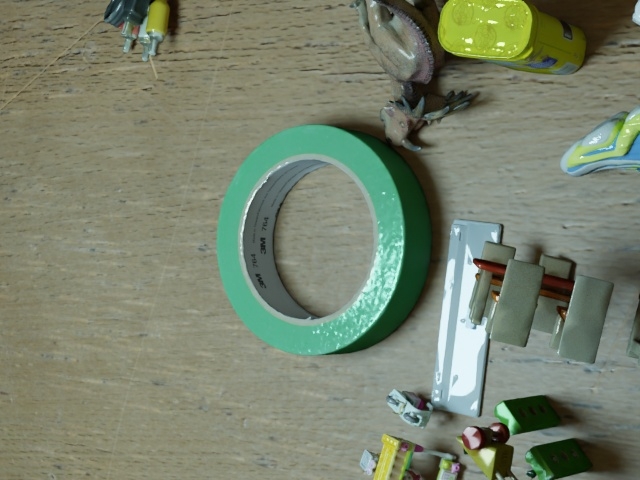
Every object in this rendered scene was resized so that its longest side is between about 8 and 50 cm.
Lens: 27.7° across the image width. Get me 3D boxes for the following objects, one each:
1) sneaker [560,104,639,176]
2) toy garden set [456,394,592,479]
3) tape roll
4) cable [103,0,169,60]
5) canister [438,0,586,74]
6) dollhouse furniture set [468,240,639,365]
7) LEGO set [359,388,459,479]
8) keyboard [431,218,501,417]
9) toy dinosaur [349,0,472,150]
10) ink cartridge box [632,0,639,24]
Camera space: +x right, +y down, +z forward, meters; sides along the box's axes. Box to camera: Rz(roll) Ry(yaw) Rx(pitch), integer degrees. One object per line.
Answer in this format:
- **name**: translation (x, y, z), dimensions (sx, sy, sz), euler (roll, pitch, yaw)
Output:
- **sneaker**: translation (0.396, -0.103, 1.537), dimensions (0.240, 0.091, 0.126), euler (-33, 91, 49)
- **toy garden set**: translation (0.270, 0.303, 1.536), dimensions (0.049, 0.204, 0.244), euler (-46, 64, 27)
- **tape roll**: translation (0.000, 0.000, 1.815), dimensions (0.321, 0.077, 0.321), euler (-1, 88, 34)
- **cable**: translation (-0.258, -0.427, 2.044), dimensions (0.139, 0.072, 0.287), euler (17, 85, 51)
- **canister**: translation (0.241, -0.251, 1.601), dimensions (0.126, 0.170, 0.073), euler (11, 94, 34)
- **dollhouse furniture set**: translation (0.305, 0.057, 1.513), dimensions (0.259, 0.262, 0.135), euler (14, 95, 1)
- **LEGO set**: translation (0.097, 0.349, 1.741), dimensions (0.287, 0.107, 0.132), euler (-65, 23, 19)
- **keyboard**: translation (0.193, 0.102, 1.717), dimensions (0.072, 0.014, 0.256), euler (8, 93, 30)
- **toy dinosaur**: translation (0.119, -0.239, 1.660), dimensions (0.127, 0.296, 0.200), euler (-16, 79, 3)
- **ink cartridge box**: translation (0.453, -0.273, 1.426), dimensions (0.092, 0.218, 0.158), euler (41, 111, 29)
